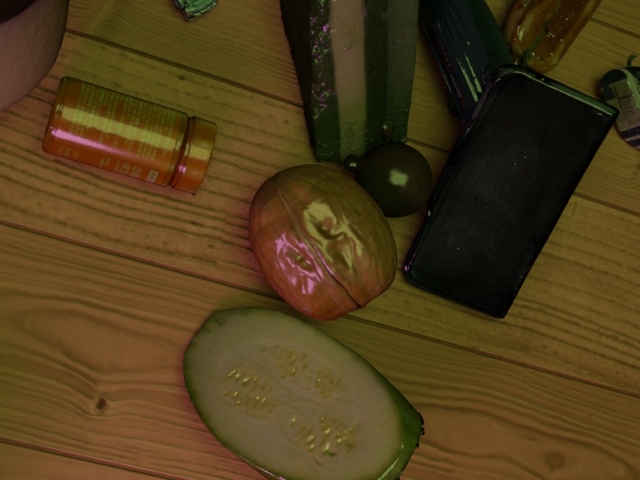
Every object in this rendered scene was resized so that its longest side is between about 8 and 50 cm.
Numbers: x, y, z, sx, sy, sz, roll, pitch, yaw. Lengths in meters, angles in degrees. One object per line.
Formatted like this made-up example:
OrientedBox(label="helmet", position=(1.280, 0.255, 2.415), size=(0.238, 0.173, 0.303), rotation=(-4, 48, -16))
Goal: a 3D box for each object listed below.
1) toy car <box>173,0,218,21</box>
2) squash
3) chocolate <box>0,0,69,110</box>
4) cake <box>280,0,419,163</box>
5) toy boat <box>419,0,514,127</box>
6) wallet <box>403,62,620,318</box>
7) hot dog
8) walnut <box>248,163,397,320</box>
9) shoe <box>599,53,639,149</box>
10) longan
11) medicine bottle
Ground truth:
OrientedBox(label="toy car", position=(-0.178, -0.337, 1.411), size=(0.059, 0.035, 0.122), rotation=(-34, 88, -16))
OrientedBox(label="squash", position=(-0.029, 0.195, 1.344), size=(0.260, 0.189, 0.189), rotation=(42, 76, -14))
OrientedBox(label="chocolate", position=(-0.406, -0.290, 1.214), size=(0.326, 0.297, 0.314), rotation=(-32, 72, -13))
OrientedBox(label="cake", position=(0.047, -0.246, 1.406), size=(0.158, 0.172, 0.283), rotation=(-11, 92, -15))
OrientedBox(label="toy boat", position=(0.188, -0.264, 1.494), size=(0.093, 0.103, 0.246), rotation=(-19, 83, -23))
OrientedBox(label="wallet", position=(0.235, -0.061, 1.452), size=(0.173, 0.045, 0.318), rotation=(21, 109, -10))
OrientedBox(label="hot dog", position=(0.320, -0.324, 1.541), size=(0.104, 0.076, 0.250), rotation=(40, 74, -19))
OrientedBox(label="walnut", position=(0.000, 0.000, 1.381), size=(0.165, 0.165, 0.197), rotation=(-39, 90, -15))
OrientedBox(label="shoe", position=(0.451, -0.188, 1.582), size=(0.071, 0.064, 0.143), rotation=(-42, 105, -33))
OrientedBox(label="longan", position=(0.085, -0.081, 1.438), size=(0.119, 0.106, 0.106), rotation=(21, 81, -7))
OrientedBox(label="medicine bottle", position=(-0.229, -0.125, 1.351), size=(0.192, 0.096, 0.096), rotation=(17, 82, -16))
